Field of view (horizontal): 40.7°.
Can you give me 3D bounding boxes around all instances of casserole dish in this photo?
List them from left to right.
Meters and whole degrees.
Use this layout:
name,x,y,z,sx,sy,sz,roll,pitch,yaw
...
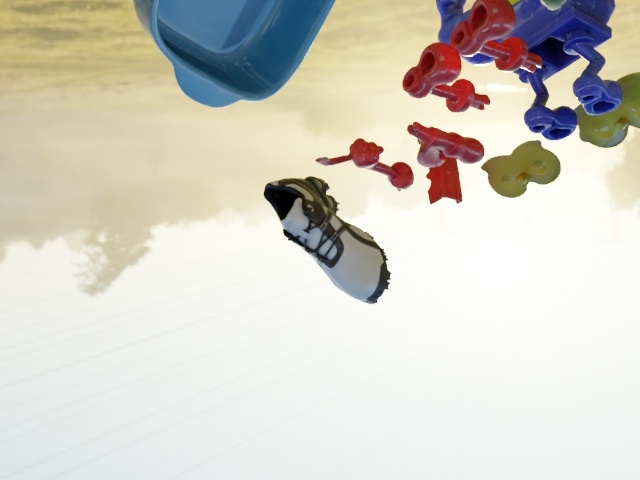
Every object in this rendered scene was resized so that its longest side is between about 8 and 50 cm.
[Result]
name,x,y,z,sx,sy,sz,roll,pitch,yaw
casserole dish,-0.025,-0.156,0.413,0.037,0.188,0.114,33,-173,32

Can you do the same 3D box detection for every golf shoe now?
name,x,y,z,sx,sy,sz,roll,pitch,yaw
golf shoe,0.000,0.000,0.995,0.094,0.077,0.198,7,-147,-47

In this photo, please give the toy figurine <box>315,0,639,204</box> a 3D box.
name,x,y,z,sx,sy,sz,roll,pitch,yaw
toy figurine,0.149,-0.194,0.573,0.191,0.217,0.362,9,154,-32
